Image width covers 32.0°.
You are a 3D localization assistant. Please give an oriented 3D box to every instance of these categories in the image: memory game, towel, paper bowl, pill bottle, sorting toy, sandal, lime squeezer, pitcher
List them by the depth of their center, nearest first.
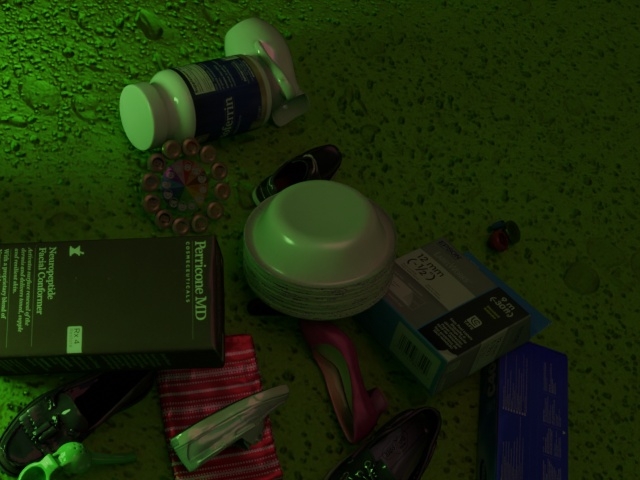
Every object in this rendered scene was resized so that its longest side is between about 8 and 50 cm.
[{"bbox_3d":[-0.415,0.367,1.710,0.310,0.110,0.059,-26,69,-36],"label":"lime squeezer"},{"bbox_3d":[-0.178,0.296,1.923,0.198,0.031,0.275,-2,65,-28],"label":"towel"},{"bbox_3d":[0.000,0.000,2.040,0.284,0.148,0.284,3,42,-3],"label":"paper bowl"},{"bbox_3d":[-0.247,-0.099,2.060,0.186,0.012,0.186,-4,97,-32],"label":"memory game"},{"bbox_3d":[-0.052,0.112,2.073,0.179,0.067,0.040,3,51,-24],"label":"sandal"},{"bbox_3d":[-0.237,-0.260,2.124,0.264,0.153,0.153,-19,73,-33],"label":"pill bottle"},{"bbox_3d":[-0.106,-0.350,2.232,0.125,0.178,0.207,-30,81,-9],"label":"pitcher"},{"bbox_3d":[0.385,-0.010,2.392,0.102,0.042,0.061,-29,95,-48],"label":"sorting toy"}]

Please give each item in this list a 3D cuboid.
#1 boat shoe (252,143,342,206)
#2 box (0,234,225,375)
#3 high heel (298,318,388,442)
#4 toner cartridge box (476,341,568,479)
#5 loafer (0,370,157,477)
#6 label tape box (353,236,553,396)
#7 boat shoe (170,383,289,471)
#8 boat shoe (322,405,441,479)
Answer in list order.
[{"bbox_3d":[-0.031,-0.132,2.211,0.233,0.079,0.084,-34,81,-38],"label":"boat shoe"},{"bbox_3d":[-0.346,0.106,1.766,0.381,0.143,0.191,-3,72,-1],"label":"box"},{"bbox_3d":[0.021,0.248,2.024,0.244,0.082,0.117,57,42,-6],"label":"high heel"},{"bbox_3d":[0.392,0.365,2.159,0.165,0.075,0.348,19,56,-16],"label":"toner cartridge box"},{"bbox_3d":[-0.385,0.264,1.788,0.302,0.095,0.109,-33,82,-37],"label":"loafer"},{"bbox_3d":[0.265,0.120,2.155,0.347,0.115,0.249,-25,55,-33],"label":"label tape box"},{"bbox_3d":[-0.141,0.316,1.873,0.227,0.079,0.081,-25,87,-27],"label":"boat shoe"},{"bbox_3d":[0.110,0.410,1.958,0.340,0.113,0.127,-36,84,-37],"label":"boat shoe"}]
